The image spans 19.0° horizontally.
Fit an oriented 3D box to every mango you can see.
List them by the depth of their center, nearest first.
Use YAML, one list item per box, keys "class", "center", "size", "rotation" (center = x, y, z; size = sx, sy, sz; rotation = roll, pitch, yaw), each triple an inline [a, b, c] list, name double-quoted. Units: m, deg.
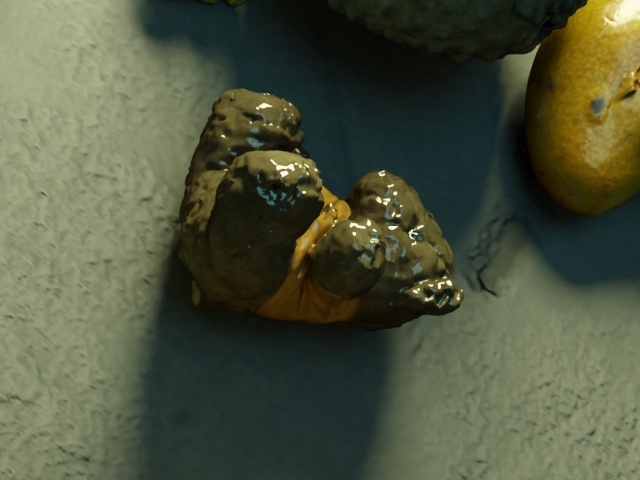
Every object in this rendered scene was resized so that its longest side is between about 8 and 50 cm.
- class: "mango"
  center: [0.268, -0.131, 1.436]
  size: [0.295, 0.120, 0.177]
  rotation: [-32, 85, -34]

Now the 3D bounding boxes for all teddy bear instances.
- class: "teddy bear"
  center: [0.000, 0.000, 1.235]
  size: [0.190, 0.177, 0.140]
  rotation: [16, 108, -21]

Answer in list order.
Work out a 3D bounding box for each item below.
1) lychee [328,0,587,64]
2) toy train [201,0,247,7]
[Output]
- class: "lychee"
  center: [0.094, -0.254, 1.323]
  size: [0.255, 0.274, 0.255]
  rotation: [20, 30, -12]
- class: "toy train"
  center: [-0.094, -0.287, 1.346]
  size: [0.085, 0.053, 0.249]
  rotation: [2, 71, -32]
